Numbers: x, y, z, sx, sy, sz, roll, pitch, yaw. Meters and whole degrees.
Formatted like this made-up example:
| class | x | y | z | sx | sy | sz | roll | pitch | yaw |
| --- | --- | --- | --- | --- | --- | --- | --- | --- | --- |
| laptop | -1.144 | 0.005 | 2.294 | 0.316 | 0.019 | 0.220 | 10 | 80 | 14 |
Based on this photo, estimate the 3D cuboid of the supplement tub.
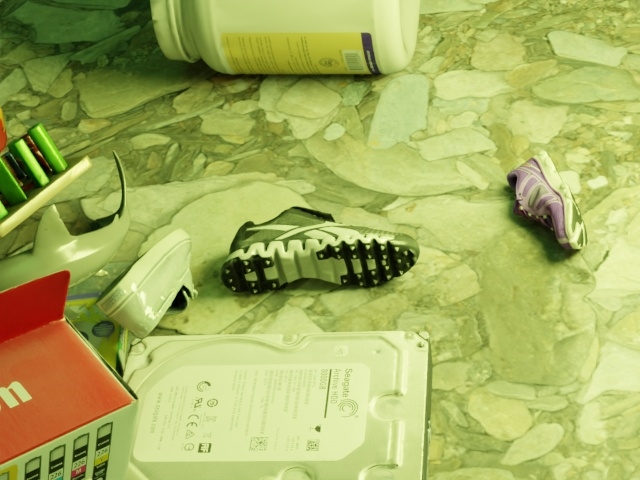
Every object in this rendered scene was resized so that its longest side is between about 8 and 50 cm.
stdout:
| class | x | y | z | sx | sy | sz | roll | pitch | yaw |
| --- | --- | --- | --- | --- | --- | --- | --- | --- | --- |
| supplement tub | -0.043 | -0.343 | 2.188 | 0.331 | 0.241 | 0.241 | 2 | 43 | 11 |

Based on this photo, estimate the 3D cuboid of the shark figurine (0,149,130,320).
| class | x | y | z | sx | sy | sz | roll | pitch | yaw |
| --- | --- | --- | --- | --- | --- | --- | --- | --- | --- |
| shark figurine | -0.295 | -0.006 | 1.920 | 0.166 | 0.116 | 0.278 | 18 | 40 | 39 |

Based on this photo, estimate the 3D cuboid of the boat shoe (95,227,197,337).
| class | x | y | z | sx | sy | sz | roll | pitch | yaw |
| --- | --- | --- | --- | --- | --- | --- | --- | --- | --- |
| boat shoe | -0.189 | 0.055 | 1.888 | 0.079 | 0.081 | 0.227 | -39 | 5 | 22 |

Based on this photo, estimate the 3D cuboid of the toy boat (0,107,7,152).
| class | x | y | z | sx | sy | sz | roll | pitch | yaw |
| --- | --- | --- | --- | --- | --- | --- | --- | --- | --- |
| toy boat | -0.573 | -0.176 | 2.148 | 0.318 | 0.148 | 0.267 | 1 | 57 | 5 |

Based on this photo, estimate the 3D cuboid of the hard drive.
| class | x | y | z | sx | sy | sz | roll | pitch | yaw |
| --- | --- | --- | --- | --- | --- | --- | --- | --- | --- |
| hard drive | -0.053 | 0.199 | 1.728 | 0.339 | 0.064 | 0.237 | -1 | 43 | 8 |

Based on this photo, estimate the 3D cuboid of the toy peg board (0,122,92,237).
| class | x | y | z | sx | sy | sz | roll | pitch | yaw |
| --- | --- | --- | --- | --- | --- | --- | --- | --- | --- |
| toy peg board | -0.398 | -0.076 | 2.028 | 0.161 | 0.079 | 0.161 | -42 | 23 | -32 |

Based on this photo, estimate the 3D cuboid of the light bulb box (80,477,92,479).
| class | x | y | z | sx | sy | sz | roll | pitch | yaw |
| --- | --- | --- | --- | --- | --- | --- | --- | --- | --- |
| light bulb box | -0.251 | 0.449 | 1.300 | 0.358 | 0.225 | 0.361 | -26 | 64 | -19 |

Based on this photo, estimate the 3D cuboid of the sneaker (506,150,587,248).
| class | x | y | z | sx | sy | sz | roll | pitch | yaw |
| --- | --- | --- | --- | --- | --- | --- | --- | --- | --- |
| sneaker | 0.269 | -0.037 | 1.943 | 0.071 | 0.068 | 0.170 | -26 | 34 | 4 |

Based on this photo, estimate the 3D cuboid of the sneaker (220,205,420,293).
| class | x | y | z | sx | sy | sz | roll | pitch | yaw |
| --- | --- | --- | --- | --- | --- | --- | --- | --- | --- |
| sneaker | 0.000 | 0.000 | 1.924 | 0.234 | 0.078 | 0.106 | -5 | 44 | 7 |

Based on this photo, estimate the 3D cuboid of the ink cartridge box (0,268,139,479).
| class | x | y | z | sx | sy | sz | roll | pitch | yaw |
| --- | --- | --- | --- | --- | --- | --- | --- | --- | --- |
| ink cartridge box | -0.325 | 0.201 | 1.425 | 0.309 | 0.272 | 0.130 | -24 | 55 | -34 |

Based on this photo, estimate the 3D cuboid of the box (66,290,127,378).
| class | x | y | z | sx | sy | sz | roll | pitch | yaw |
| --- | --- | --- | --- | --- | --- | --- | --- | --- | --- |
| box | -0.276 | 0.135 | 1.853 | 0.105 | 0.043 | 0.179 | -8 | 43 | 3 |
